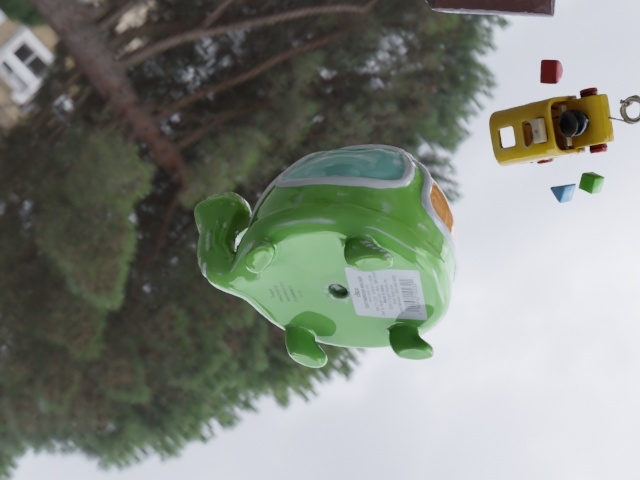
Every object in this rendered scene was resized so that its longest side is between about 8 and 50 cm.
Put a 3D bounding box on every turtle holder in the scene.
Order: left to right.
[{"bbox_3d":[0.016,0.010,1.310,0.320,0.243,0.227,-22,-144,38],"label":"turtle holder"}]

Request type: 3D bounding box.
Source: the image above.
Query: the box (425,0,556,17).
[{"bbox_3d":[0.231,-0.418,1.446,0.167,0.203,0.168,2,-157,-1],"label":"box"}]

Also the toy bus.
[{"bbox_3d":[0.351,-0.168,1.618,0.191,0.104,0.202,46,-51,32],"label":"toy bus"}]
